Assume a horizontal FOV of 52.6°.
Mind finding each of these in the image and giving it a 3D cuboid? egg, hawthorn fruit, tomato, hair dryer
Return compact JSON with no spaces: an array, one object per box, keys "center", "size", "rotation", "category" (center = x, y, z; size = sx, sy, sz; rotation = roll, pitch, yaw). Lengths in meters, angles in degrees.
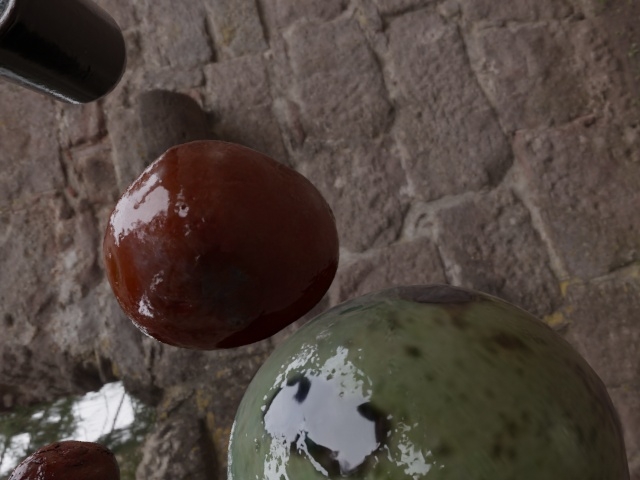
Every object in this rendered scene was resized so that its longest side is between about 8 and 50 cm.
[{"center":[0.084,0.219,0.657],"size":[0.428,0.345,0.344],"rotation":[-13,91,47],"category":"egg"},{"center":[-0.475,0.442,1.150],"size":[0.181,0.235,0.181],"rotation":[-13,75,54],"category":"hawthorn fruit"},{"center":[-0.062,0.020,0.412],"size":[0.069,0.156,0.155],"rotation":[-110,5,-56],"category":"tomato"},{"center":[-0.253,-0.115,0.381],"size":[0.128,0.256,0.069],"rotation":[2,-96,-80],"category":"hair dryer"}]
